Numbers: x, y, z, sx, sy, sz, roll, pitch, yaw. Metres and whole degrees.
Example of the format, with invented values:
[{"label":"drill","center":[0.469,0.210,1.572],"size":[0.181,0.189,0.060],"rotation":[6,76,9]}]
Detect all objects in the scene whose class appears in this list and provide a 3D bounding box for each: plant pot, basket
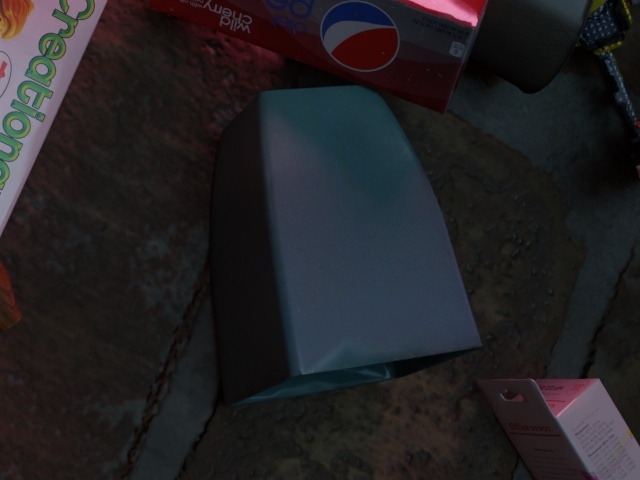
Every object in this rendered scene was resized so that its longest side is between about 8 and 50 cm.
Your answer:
[{"label":"plant pot","center":[0.000,0.000,1.135],"size":[0.165,0.165,0.234],"rotation":[-7,78,-25]},{"label":"basket","center":[0.113,-0.261,1.217],"size":[0.226,0.154,0.204],"rotation":[19,68,-17]}]

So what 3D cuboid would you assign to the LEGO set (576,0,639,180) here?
[{"label":"LEGO set","center":[0.377,-0.164,1.230],"size":[0.331,0.192,0.255],"rotation":[-11,102,14]}]

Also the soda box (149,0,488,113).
[{"label":"soda box","center":[0.000,-0.201,1.125],"size":[0.263,0.092,0.083],"rotation":[21,43,3]}]

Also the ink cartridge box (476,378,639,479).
[{"label":"ink cartridge box","center":[0.229,0.184,1.243],"size":[0.061,0.104,0.181],"rotation":[-36,100,-23]}]

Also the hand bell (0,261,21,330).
[{"label":"hand bell","center":[-0.290,-0.036,0.994],"size":[0.126,0.126,0.242],"rotation":[-38,113,-23]}]

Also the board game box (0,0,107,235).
[{"label":"board game box","center":[-0.299,-0.131,1.068],"size":[0.193,0.053,0.305],"rotation":[26,75,-20]}]
